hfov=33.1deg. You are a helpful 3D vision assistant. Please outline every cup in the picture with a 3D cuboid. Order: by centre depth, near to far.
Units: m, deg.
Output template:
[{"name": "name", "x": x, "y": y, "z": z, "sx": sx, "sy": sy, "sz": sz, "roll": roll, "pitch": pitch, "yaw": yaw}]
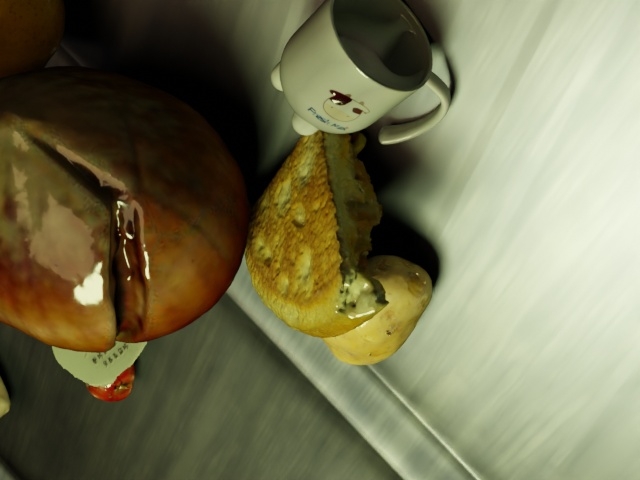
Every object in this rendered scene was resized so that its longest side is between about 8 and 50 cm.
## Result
[{"name": "cup", "x": 0.041, "y": -0.183, "z": 1.174, "sx": 0.142, "sy": 0.173, "sz": 0.134, "roll": -36, "pitch": 60, "yaw": 46}]

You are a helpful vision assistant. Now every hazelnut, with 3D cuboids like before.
[{"name": "hazelnut", "x": -0.294, "y": -0.040, "z": 1.320, "sx": 0.409, "sy": 0.359, "sz": 0.359, "roll": 17, "pitch": 126, "yaw": 31}]

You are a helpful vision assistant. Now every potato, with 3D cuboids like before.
[{"name": "potato", "x": 0.063, "y": 0.085, "z": 1.310, "sx": 0.118, "sy": 0.109, "sz": 0.178, "roll": 28, "pitch": 133, "yaw": -12}]

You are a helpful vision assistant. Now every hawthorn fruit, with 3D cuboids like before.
[{"name": "hawthorn fruit", "x": -0.331, "y": 0.215, "z": 1.715, "sx": 0.093, "sy": 0.093, "sz": 0.093, "roll": 19, "pitch": 126, "yaw": 28}]

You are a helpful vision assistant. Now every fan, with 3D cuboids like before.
[{"name": "fan", "x": -0.391, "y": 0.082, "z": 1.691, "sx": 0.182, "sy": 0.010, "sz": 0.310, "roll": -41, "pitch": 76, "yaw": 16}]

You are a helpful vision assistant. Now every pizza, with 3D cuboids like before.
[{"name": "pizza", "x": -0.015, "y": 0.027, "z": 1.277, "sx": 0.087, "sy": 0.258, "sz": 0.268, "roll": 13, "pitch": 143, "yaw": -26}]

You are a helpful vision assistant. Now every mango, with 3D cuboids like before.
[{"name": "mango", "x": -0.453, "y": -0.327, "z": 1.402, "sx": 0.290, "sy": 0.191, "sz": 0.160, "roll": 37, "pitch": 126, "yaw": 8}]

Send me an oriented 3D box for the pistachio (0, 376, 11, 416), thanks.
[{"name": "pistachio", "x": -0.699, "y": 0.288, "z": 1.984, "sx": 0.318, "sy": 0.214, "sz": 0.193, "roll": -9, "pitch": 67, "yaw": 50}]
